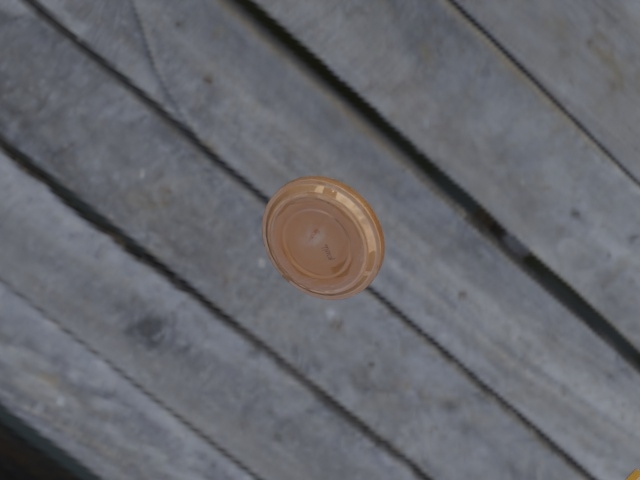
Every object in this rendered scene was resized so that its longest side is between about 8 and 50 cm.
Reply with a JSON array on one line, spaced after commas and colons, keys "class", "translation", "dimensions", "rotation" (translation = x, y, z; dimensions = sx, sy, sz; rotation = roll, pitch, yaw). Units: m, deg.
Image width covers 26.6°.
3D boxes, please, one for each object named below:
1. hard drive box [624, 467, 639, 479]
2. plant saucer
[{"class": "hard drive box", "translation": [0.233, 0.255, 0.774], "dimensions": [0.232, 0.181, 0.089], "rotation": [32, 117, 21]}, {"class": "plant saucer", "translation": [0.000, 0.000, 0.855], "dimensions": [0.083, 0.013, 0.083], "rotation": [12, 119, 22]}]
